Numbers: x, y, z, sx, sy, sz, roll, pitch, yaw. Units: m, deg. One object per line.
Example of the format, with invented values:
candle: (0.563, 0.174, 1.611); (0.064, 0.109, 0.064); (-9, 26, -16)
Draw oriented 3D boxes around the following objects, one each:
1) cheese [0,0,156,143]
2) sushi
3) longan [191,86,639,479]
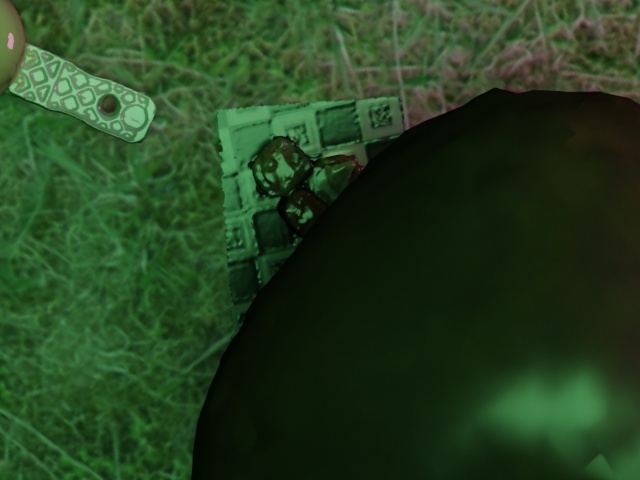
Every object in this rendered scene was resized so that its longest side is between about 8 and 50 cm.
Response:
cheese: (-0.235, -0.130, 1.368); (0.251, 0.054, 0.127); (23, 93, -9)
sushi: (0.000, 0.000, 1.418); (0.139, 0.031, 0.201); (-5, 97, -6)
longan: (0.143, 0.124, 1.270); (0.404, 0.404, 0.436); (41, 87, -9)
